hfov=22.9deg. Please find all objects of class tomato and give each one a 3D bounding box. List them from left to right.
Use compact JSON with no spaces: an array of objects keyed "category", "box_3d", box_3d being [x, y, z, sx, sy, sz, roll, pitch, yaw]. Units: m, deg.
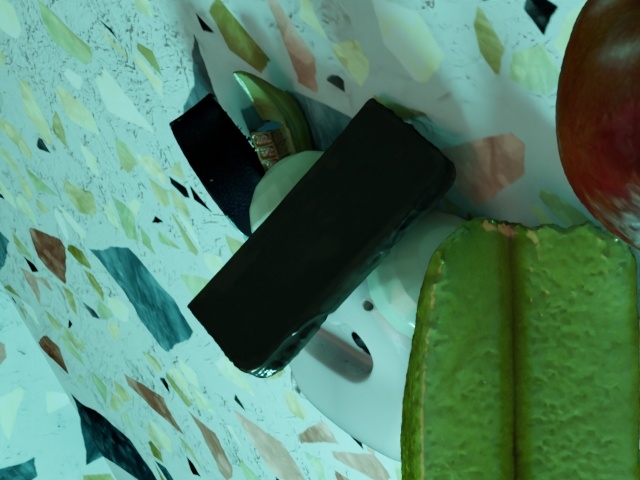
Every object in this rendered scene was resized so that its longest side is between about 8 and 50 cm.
[{"category":"tomato","box_3d":[0.312,-0.058,1.109,0.335,0.176,0.289,-7,133,49]}]

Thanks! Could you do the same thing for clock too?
[{"category":"clock","box_3d":[0.069,0.075,1.800,0.342,0.184,0.326,25,138,39]}]

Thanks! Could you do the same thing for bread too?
[{"category":"bread","box_3d":[0.199,0.174,1.542,0.245,0.233,0.361,-93,0,-46]}]

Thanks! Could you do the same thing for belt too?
[{"category":"belt","box_3d":[-0.104,-0.080,1.943,0.198,0.078,0.151,55,-175,11]}]

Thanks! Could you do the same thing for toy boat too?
[{"category":"toy boat","box_3d":[-0.054,-0.129,1.872,0.065,0.066,0.172,22,140,54]}]

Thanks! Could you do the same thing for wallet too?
[{"category":"wallet","box_3d":[0.000,0.000,1.658,0.042,0.309,0.165,41,-178,-46]}]
